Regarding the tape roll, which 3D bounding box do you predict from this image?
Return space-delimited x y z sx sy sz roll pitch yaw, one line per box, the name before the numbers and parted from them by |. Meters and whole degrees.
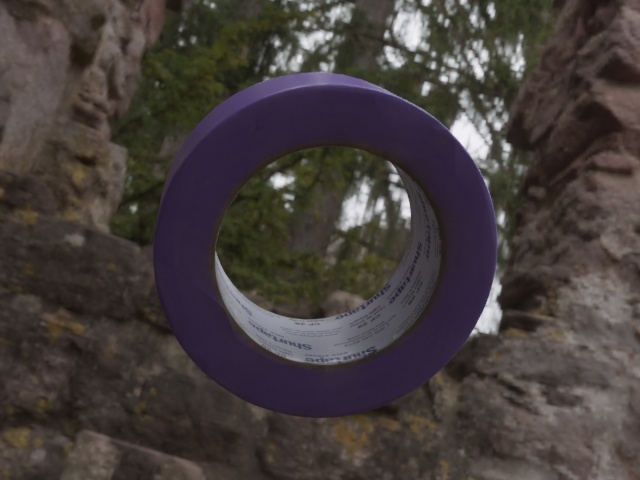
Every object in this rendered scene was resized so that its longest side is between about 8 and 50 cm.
tape roll | 0.000 0.000 0.563 0.189 0.189 0.080 21 10 -13
